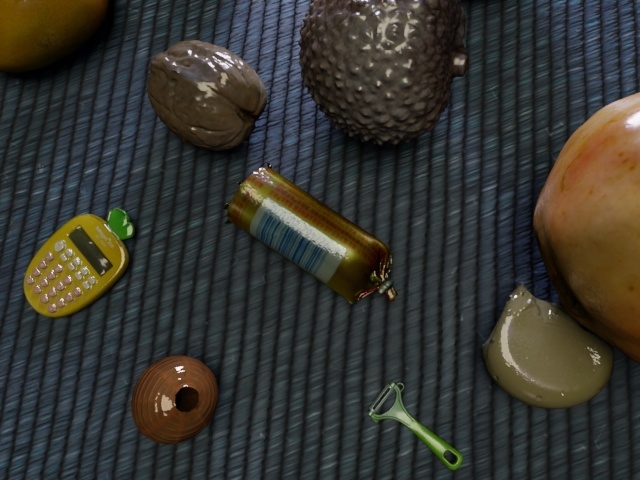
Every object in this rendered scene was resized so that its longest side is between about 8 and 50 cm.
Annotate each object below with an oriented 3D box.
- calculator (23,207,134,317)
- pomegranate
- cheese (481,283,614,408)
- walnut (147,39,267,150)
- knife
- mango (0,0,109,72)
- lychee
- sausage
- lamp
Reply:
[{"bbox_3d":[-0.431,0.037,0.847,0.235,0.032,0.146,-42,81,-4],"label":"calculator"},{"bbox_3d":[0.512,-0.022,0.639,0.412,0.411,0.411,0,80,3],"label":"pomegranate"},{"bbox_3d":[0.366,0.183,0.755,0.203,0.091,0.175,24,81,5],"label":"cheese"},{"bbox_3d":[-0.210,-0.259,0.829,0.230,0.178,0.178,34,83,14],"label":"walnut"},{"bbox_3d":[0.163,0.310,0.773,0.166,0.022,0.078,38,90,10],"label":"knife"},{"bbox_3d":[-0.542,-0.435,0.873,0.317,0.173,0.211,-33,79,3],"label":"mango"},{"bbox_3d":[0.097,-0.303,0.761,0.300,0.300,0.300,0,80,3],"label":"lychee"},{"bbox_3d":[0.001,-0.001,0.796,0.317,0.117,0.125,33,59,5],"label":"sausage"},{"bbox_3d":[-0.230,0.252,0.747,0.136,0.136,0.136,0,80,3],"label":"lamp"}]
